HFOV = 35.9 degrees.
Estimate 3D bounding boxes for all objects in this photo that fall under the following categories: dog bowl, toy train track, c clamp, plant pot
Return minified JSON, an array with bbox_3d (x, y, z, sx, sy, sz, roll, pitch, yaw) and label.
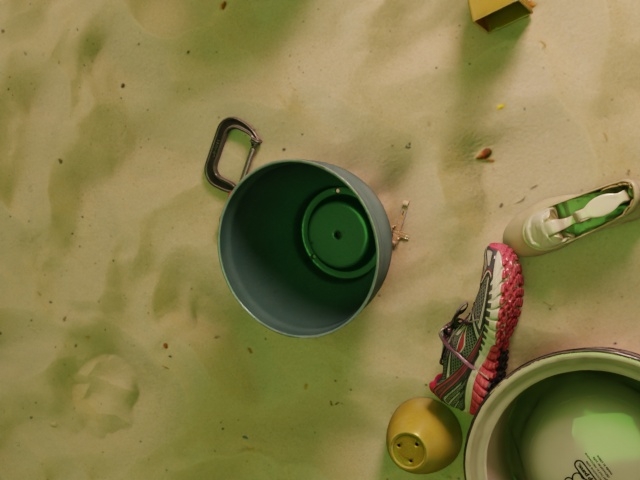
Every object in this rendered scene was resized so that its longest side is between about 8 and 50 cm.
[{"bbox_3d":[0.442,0.352,1.551,0.408,0.150,0.408,4,100,23],"label":"dog bowl"},{"bbox_3d":[0.136,-0.030,1.706,0.048,0.014,0.083,22,105,20],"label":"toy train track"},{"bbox_3d":[-0.150,-0.141,1.816,0.137,0.022,0.160,23,108,25],"label":"c clamp"},{"bbox_3d":[0.276,-0.389,1.559,0.081,0.081,0.083,-22,76,25],"label":"plant pot"},{"bbox_3d":[0.167,0.349,1.702,0.134,0.095,0.134,4,100,23],"label":"plant pot"},{"bbox_3d":[0.000,0.000,1.668,0.293,0.196,0.293,5,101,25],"label":"plant pot"}]

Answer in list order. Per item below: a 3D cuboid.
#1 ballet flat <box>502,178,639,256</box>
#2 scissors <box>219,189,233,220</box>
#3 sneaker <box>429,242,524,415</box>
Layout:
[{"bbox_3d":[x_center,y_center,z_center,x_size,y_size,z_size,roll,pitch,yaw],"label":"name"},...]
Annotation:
[{"bbox_3d":[0.394,-0.036,1.553,0.248,0.086,0.086,-24,87,25],"label":"ballet flat"},{"bbox_3d":[-0.083,0.038,1.795,0.297,0.021,0.109,50,129,10],"label":"scissors"},{"bbox_3d":[0.254,0.146,1.619,0.112,0.121,0.299,19,107,24],"label":"sneaker"}]
